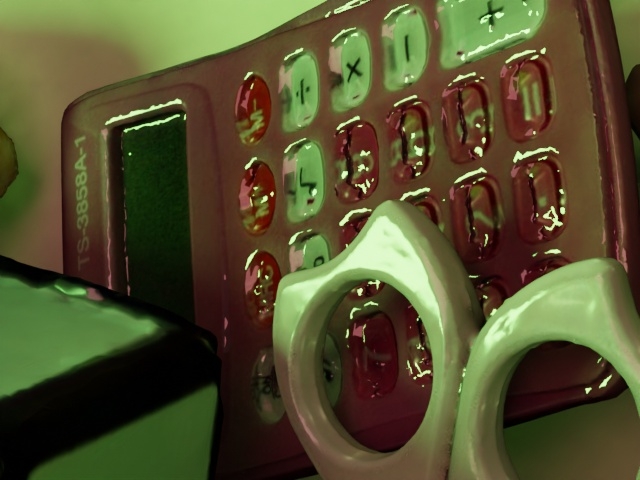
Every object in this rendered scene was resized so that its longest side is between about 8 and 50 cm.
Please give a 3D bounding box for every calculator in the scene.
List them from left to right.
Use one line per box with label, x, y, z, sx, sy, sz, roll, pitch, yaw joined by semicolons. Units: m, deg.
calculator;0.000;0.000;0.480;0.190;0.034;0.127;-17;66;36

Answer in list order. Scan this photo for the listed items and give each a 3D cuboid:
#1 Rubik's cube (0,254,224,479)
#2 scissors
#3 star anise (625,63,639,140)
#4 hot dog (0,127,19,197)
Rubik's cube;-0.145;0.093;0.420;0.183;0.180;0.167;17;110;28
scissors;0.022;0.099;0.424;0.110;0.021;0.212;18;103;34
star anise;0.214;0.016;0.357;0.349;0.109;0.292;13;89;27
hot dog;-0.208;-0.031;0.575;0.249;0.068;0.100;6;92;28
